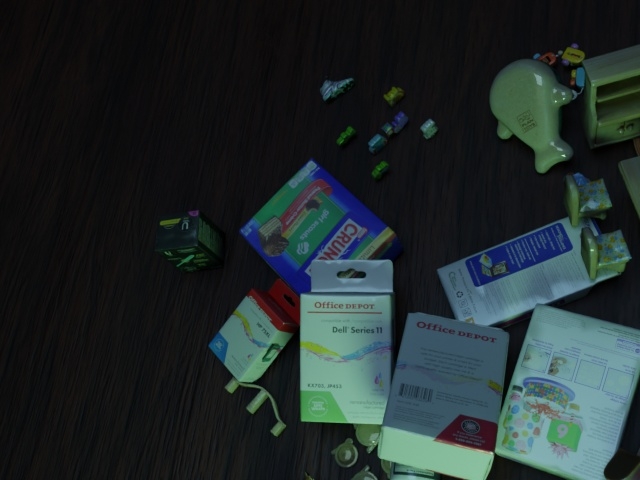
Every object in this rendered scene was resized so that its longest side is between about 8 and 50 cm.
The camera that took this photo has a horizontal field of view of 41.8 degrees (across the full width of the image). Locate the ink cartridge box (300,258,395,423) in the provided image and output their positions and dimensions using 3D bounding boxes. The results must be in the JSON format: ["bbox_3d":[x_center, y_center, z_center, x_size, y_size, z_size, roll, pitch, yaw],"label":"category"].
[{"bbox_3d":[0.062,0.218,1.861,0.207,0.119,0.354,-1,89,11],"label":"ink cartridge box"}]

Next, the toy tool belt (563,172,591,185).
[{"bbox_3d":[0.597,-0.133,1.938,0.052,0.051,0.083,-32,60,4],"label":"toy tool belt"}]

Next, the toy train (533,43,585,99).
[{"bbox_3d":[0.605,-0.412,2.064,0.125,0.046,0.166,-36,60,10],"label":"toy train"}]

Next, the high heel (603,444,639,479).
[{"bbox_3d":[0.714,0.415,1.661,0.377,0.181,0.127,-35,23,-14],"label":"high heel"}]

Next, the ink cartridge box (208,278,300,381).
[{"bbox_3d":[-0.147,0.212,2.015,0.134,0.078,0.231,43,101,30],"label":"ink cartridge box"}]

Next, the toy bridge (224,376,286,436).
[{"bbox_3d":[-0.149,0.384,2.001,0.188,0.026,0.063,37,81,29],"label":"toy bridge"}]

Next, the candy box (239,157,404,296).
[{"bbox_3d":[0.000,0.000,2.058,0.268,0.122,0.317,-45,62,-1],"label":"candy box"}]

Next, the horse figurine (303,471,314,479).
[{"bbox_3d":[-0.024,0.648,1.819,0.174,0.066,0.263,-21,64,4],"label":"horse figurine"}]

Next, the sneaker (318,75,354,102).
[{"bbox_3d":[0.038,-0.427,2.278,0.098,0.038,0.069,-33,61,3],"label":"sneaker"}]

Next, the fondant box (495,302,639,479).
[{"bbox_3d":[0.522,0.322,1.743,0.238,0.096,0.330,15,73,25],"label":"fondant box"}]

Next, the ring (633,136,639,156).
[{"bbox_3d":[0.885,-0.244,1.894,0.336,0.032,0.337,-8,64,17],"label":"ring"}]

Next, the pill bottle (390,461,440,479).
[{"bbox_3d":[0.203,0.481,1.783,0.107,0.108,0.180,0,68,20],"label":"pill bottle"}]

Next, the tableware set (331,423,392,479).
[{"bbox_3d":[0.106,0.487,1.867,0.141,0.020,0.169,-38,62,3],"label":"tableware set"}]

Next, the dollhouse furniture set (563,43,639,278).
[{"bbox_3d":[0.690,-0.177,1.754,0.362,0.256,0.394,-15,60,8],"label":"dollhouse furniture set"}]

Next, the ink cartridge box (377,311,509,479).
[{"bbox_3d":[0.259,0.319,1.736,0.226,0.131,0.306,12,45,10],"label":"ink cartridge box"}]

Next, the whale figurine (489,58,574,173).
[{"bbox_3d":[0.523,-0.302,2.005,0.216,0.141,0.272,-33,77,42],"label":"whale figurine"}]

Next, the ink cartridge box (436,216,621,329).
[{"bbox_3d":[0.464,0.079,1.888,0.370,0.069,0.176,-24,61,12],"label":"ink cartridge box"}]

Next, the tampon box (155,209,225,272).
[{"bbox_3d":[-0.332,0.004,2.156,0.120,0.161,0.102,-7,65,17],"label":"tampon box"}]

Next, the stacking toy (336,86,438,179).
[{"bbox_3d":[0.173,-0.275,2.160,0.221,0.052,0.167,-42,59,1],"label":"stacking toy"}]
